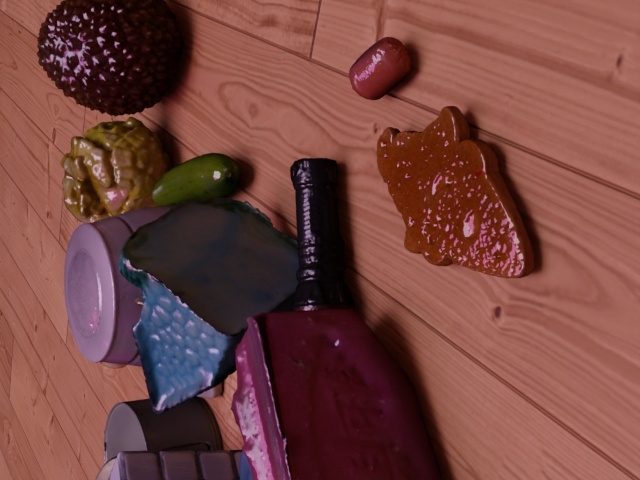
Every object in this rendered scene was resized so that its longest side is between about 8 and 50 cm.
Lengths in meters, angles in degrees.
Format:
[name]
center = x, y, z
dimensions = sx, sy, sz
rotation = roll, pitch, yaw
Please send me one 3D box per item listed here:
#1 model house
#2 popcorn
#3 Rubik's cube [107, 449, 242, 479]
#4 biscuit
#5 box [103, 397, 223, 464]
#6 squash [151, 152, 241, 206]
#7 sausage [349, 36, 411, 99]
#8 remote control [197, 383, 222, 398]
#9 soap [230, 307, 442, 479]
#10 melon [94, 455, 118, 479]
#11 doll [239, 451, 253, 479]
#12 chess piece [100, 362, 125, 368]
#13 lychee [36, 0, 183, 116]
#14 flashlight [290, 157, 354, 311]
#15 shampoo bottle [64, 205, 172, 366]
[model house]
center = -0.169, 0.104, 1.247
dimensions = 0.225, 0.261, 0.241
rotation = 33, 126, 17
[popcorn]
center = -0.404, -0.119, 1.659
dimensions = 0.259, 0.212, 0.259
rotation = -16, 71, 58
[Rubik's cube]
center = -0.215, 0.504, 1.327
dimensions = 0.256, 0.258, 0.253
rotation = -61, 35, 35
[biscuit]
center = 0.152, -0.050, 0.962
dimensions = 0.280, 0.043, 0.183
rotation = 45, 131, 40
[box]
center = -0.295, 0.405, 1.567
dimensions = 0.226, 0.149, 0.226
rotation = 5, 96, 56
[squash]
center = -0.218, -0.104, 1.480
dimensions = 0.292, 0.082, 0.082
rotation = -9, 84, 57
[sausage]
center = 0.073, -0.216, 1.050
dimensions = 0.094, 0.054, 0.059
rotation = -34, 24, 50
[remote control]
center = -0.252, 0.247, 1.566
dimensions = 0.190, 0.029, 0.088
rotation = -3, 104, 47
[soap]
center = 0.019, 0.246, 1.021
dimensions = 0.127, 0.220, 0.325
rotation = -49, 48, 54
[melon]
center = -0.335, 0.412, 1.452
dimensions = 0.098, 0.054, 0.182
rotation = 55, 133, 32
[doll]
center = -0.022, 0.365, 1.166
dimensions = 0.177, 0.141, 0.314
rotation = 2, 107, 25
[chess piece]
center = -0.403, 0.187, 1.797
dimensions = 0.200, 0.090, 0.090
rotation = -47, 53, 34
[lychee]
center = -0.404, -0.364, 1.597
dimensions = 0.267, 0.267, 0.268
rotation = 5, 96, 56
[flashlight]
center = 0.000, 0.000, 1.163
dimensions = 0.093, 0.092, 0.232
rotation = -14, 75, 56
[shampoo bottle]
center = -0.283, 0.078, 1.425
dimensions = 0.273, 0.266, 0.273
rotation = 3, 94, 56
